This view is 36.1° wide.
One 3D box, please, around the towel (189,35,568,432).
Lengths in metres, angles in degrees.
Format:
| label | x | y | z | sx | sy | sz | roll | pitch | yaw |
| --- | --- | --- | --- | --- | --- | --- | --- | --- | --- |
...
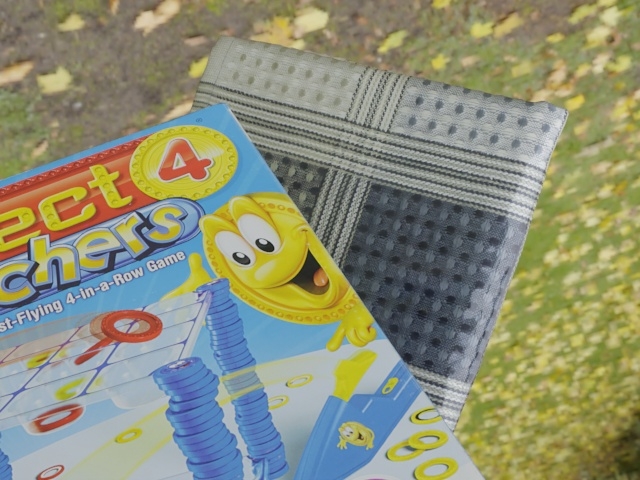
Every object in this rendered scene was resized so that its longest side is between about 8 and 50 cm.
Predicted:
| label | x | y | z | sx | sy | sz | roll | pitch | yaw |
| --- | --- | --- | --- | --- | --- | --- | --- | --- | --- |
| towel | 0.000 | 0.000 | 0.803 | 0.324 | 0.312 | 0.056 | 18 | 176 | 26 |

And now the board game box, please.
| label | x | y | z | sx | sy | sz | roll | pitch | yaw |
| --- | --- | --- | --- | --- | --- | --- | --- | --- | --- |
| board game box | -0.119 | 0.100 | 0.460 | 0.308 | 0.302 | 0.086 | -23 | 141 | -16 |
